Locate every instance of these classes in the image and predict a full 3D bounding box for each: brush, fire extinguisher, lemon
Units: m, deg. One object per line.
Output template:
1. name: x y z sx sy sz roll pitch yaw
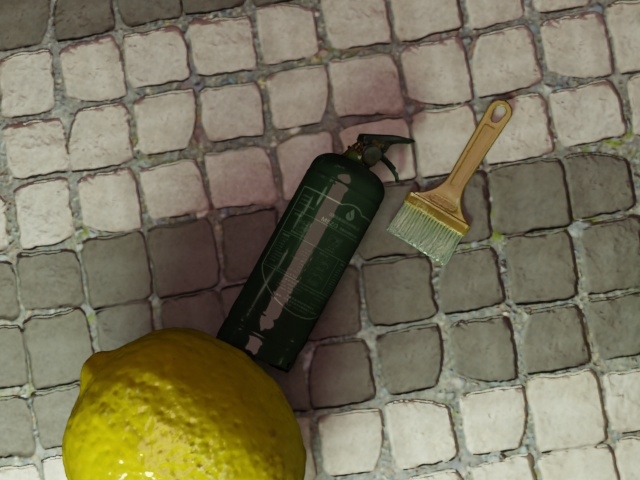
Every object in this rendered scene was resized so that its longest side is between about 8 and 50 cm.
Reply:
1. brush: 0.164 -0.077 1.684 0.083 0.011 0.205 31 87 13
2. fire extinguisher: 0.000 0.000 1.659 0.114 0.095 0.311 28 88 -25
3. lemon: -0.142 0.238 1.567 0.253 0.253 0.310 -41 94 1
